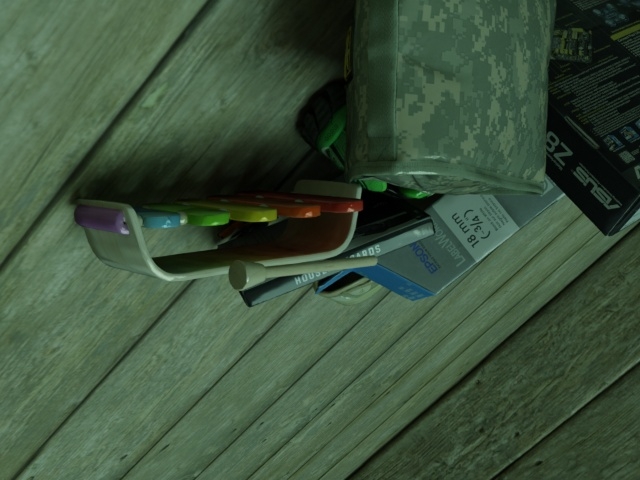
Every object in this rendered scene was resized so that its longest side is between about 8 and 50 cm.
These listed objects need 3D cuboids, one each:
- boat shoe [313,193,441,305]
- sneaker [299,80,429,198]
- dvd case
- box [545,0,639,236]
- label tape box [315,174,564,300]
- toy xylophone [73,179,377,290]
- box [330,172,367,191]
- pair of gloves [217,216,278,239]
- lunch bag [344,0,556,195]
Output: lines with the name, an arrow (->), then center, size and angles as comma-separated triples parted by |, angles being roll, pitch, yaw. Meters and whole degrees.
boat shoe -> 0.117, -0.002, 1.396 | 0.302, 0.109, 0.098 | -37, 160, 15
sneaker -> 0.118, -0.107, 1.126 | 0.343, 0.146, 0.134 | -7, 144, -53
dvd case -> 0.000, 0.000, 1.083 | 0.239, 0.179, 0.029 | -22, 111, -9
box -> 0.403, -0.210, 1.121 | 0.395, 0.318, 0.097 | -26, 157, -29
label tape box -> 0.157, 0.009, 1.221 | 0.334, 0.106, 0.240 | -38, 176, -4
toy xylophone -> -0.079, -0.012, 0.931 | 0.323, 0.236, 0.081 | -10, 102, -48
box -> 0.031, -0.029, 1.249 | 0.137, 0.072, 0.126 | -32, 157, -12
pair of gloves -> -0.095, -0.022, 1.152 | 0.074, 0.010, 0.083 | -37, 161, 4
lunch bag -> 0.112, -0.166, 0.854 | 0.287, 0.169, 0.235 | 4, 89, -58
